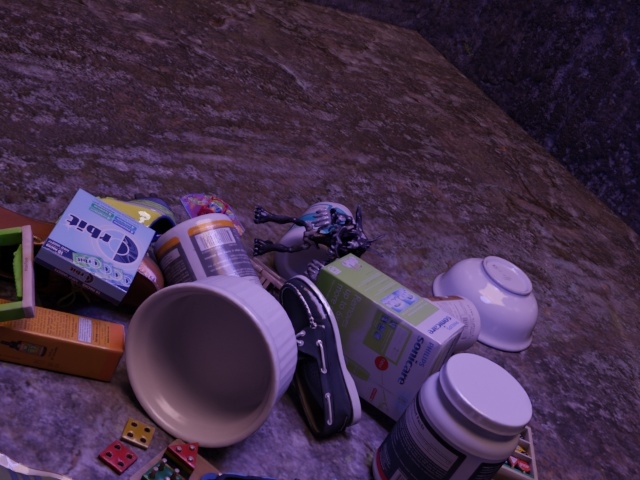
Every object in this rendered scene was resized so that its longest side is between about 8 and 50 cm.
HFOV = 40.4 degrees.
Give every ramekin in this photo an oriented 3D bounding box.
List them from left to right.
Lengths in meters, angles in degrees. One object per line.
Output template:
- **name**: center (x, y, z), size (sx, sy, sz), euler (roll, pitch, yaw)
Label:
- **ramekin**: center (-0.173, 0.190, 1.450), size (0.277, 0.277, 0.135), euler (35, 22, 11)

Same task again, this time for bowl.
- **bowl**: center (0.447, 0.135, 2.224), size (0.298, 0.134, 0.298), euler (22, 29, -13)

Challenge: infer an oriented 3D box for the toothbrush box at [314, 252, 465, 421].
- **toothbrush box**: center (0.109, 0.190, 1.721), size (0.283, 0.206, 0.122), euler (32, 29, 20)

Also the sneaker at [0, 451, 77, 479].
- **sneaker**: center (-0.413, 0.354, 1.188), size (0.192, 0.064, 0.086), euler (25, 36, -7)

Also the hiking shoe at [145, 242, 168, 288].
- **hiking shoe**: center (-0.377, 0.035, 1.706), size (0.227, 0.086, 0.114), euler (42, 17, -10)

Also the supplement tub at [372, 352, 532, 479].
- **supplement tub**: center (0.229, 0.353, 1.534), size (0.191, 0.272, 0.191), euler (22, 29, -13)

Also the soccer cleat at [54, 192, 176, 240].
- **soccer cleat**: center (-0.409, -0.027, 1.766), size (0.289, 0.093, 0.121), euler (-14, 61, -49)

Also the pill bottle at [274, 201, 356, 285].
- **pill bottle**: center (0.000, 0.000, 2.027), size (0.146, 0.146, 0.264), euler (31, 29, 4)

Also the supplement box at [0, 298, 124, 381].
- **supplement box**: center (-0.449, 0.163, 1.439), size (0.233, 0.078, 0.080), euler (16, 31, -24)

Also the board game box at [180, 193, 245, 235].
- **board game box**: center (-0.246, -0.070, 2.037), size (0.133, 0.033, 0.168), euler (3, 38, -38)

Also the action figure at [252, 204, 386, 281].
- **action figure**: center (-0.005, 0.003, 1.812), size (0.276, 0.164, 0.141), euler (6, 12, 6)

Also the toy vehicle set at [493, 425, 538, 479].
- **toy vehicle set**: center (0.315, 0.399, 1.782), size (0.267, 0.035, 0.166), euler (25, 29, -8)

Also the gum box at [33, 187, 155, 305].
- **gum box**: center (-0.385, 0.008, 1.502), size (0.157, 0.041, 0.184), euler (31, 33, -13)

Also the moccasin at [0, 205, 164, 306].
- **moccasin**: center (-0.468, 0.043, 1.554), size (0.380, 0.139, 0.147), euler (23, 35, -16)

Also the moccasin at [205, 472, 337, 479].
- **moccasin**: center (-0.041, 0.425, 1.304), size (0.342, 0.117, 0.137), euler (18, 39, -37)

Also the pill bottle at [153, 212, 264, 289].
- **pill bottle**: center (-0.188, 0.102, 1.616), size (0.162, 0.162, 0.278), euler (-10, 69, -49)

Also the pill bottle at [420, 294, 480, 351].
- **pill bottle**: center (0.241, 0.191, 1.950), size (0.229, 0.131, 0.131), euler (0, 40, -42)

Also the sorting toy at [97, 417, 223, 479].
- **sorting toy**: center (-0.213, 0.367, 1.354), size (0.274, 0.046, 0.132), euler (36, 29, 13)

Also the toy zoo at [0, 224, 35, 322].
- **toy zoo**: center (-0.609, 0.068, 1.384), size (0.293, 0.030, 0.192), euler (-9, 45, -12)

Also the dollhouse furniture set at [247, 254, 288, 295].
- **dollhouse furniture set**: center (-0.130, 0.121, 1.781), size (0.129, 0.129, 0.184), euler (38, 0, 15)

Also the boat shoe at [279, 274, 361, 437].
- **boat shoe**: center (-0.017, 0.213, 1.614), size (0.091, 0.114, 0.302), euler (-15, 77, -39)
